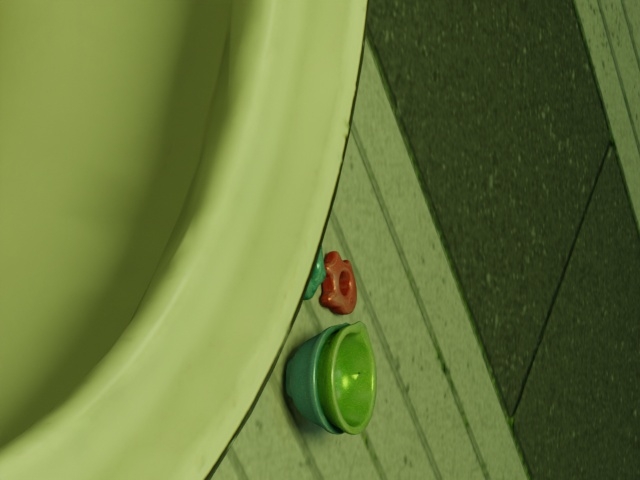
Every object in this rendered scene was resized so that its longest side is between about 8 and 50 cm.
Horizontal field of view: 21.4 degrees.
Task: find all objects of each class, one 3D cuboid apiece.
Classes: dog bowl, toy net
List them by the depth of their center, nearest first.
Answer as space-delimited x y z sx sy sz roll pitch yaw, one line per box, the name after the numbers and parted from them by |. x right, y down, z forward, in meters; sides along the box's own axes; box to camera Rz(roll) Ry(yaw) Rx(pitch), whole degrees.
-0.141 -0.119 0.303 0.408 0.150 0.408 10 78 -61 | dog bowl
0.000 0.000 1.054 0.122 0.045 0.232 -34 117 -59 | toy net
